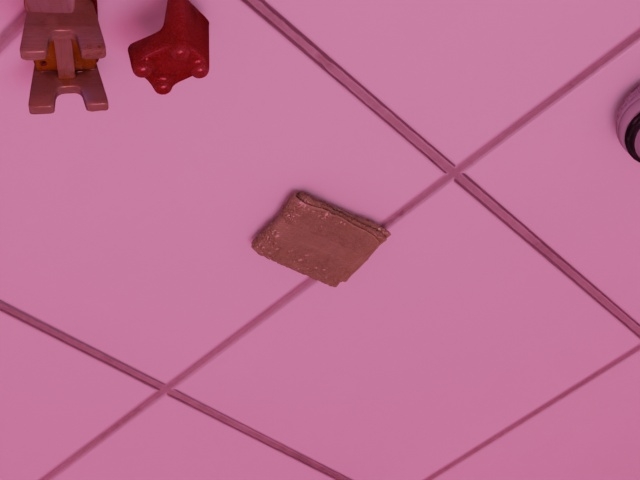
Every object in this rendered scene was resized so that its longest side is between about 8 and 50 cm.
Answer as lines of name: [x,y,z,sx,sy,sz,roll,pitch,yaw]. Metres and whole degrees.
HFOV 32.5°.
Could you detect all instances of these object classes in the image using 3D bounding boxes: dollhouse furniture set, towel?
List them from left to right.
dollhouse furniture set: [-0.167,-0.281,0.958,0.201,0.152,0.374,-3,151,-12]
towel: [0.000,0.000,1.329,0.148,0.027,0.110,22,126,-32]

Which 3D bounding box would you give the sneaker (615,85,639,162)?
sneaker: [0.533,-0.123,1.211,0.366,0.210,0.137,-17,136,3]
